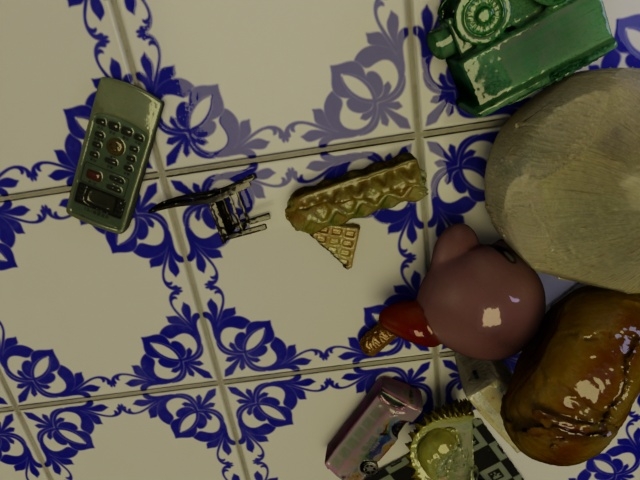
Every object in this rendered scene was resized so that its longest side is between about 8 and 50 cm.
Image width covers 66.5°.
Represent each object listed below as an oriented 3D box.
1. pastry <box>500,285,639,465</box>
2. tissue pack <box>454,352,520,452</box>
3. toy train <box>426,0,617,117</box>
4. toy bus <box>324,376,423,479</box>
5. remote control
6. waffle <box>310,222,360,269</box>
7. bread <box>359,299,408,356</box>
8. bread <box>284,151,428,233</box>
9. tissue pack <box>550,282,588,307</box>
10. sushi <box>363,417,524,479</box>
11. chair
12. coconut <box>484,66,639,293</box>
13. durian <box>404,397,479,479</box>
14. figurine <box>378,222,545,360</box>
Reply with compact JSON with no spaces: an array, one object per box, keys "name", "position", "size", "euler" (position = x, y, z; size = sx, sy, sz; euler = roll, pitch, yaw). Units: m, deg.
[{"name":"pastry","position":[0.442,0.224,0.852],"size":[0.163,0.356,0.356],"euler":[27,113,22]},{"name":"tissue pack","position":[0.386,0.331,1.052],"size":[0.092,0.148,0.196],"euler":[-35,108,17]},{"name":"toy train","position":[0.312,-0.342,0.783],"size":[0.266,0.145,0.202],"euler":[-26,112,11]},{"name":"toy bus","position":[0.121,0.442,1.131],"size":[0.112,0.090,0.274],"euler":[32,108,-3]},{"name":"remote control","position":[-0.387,-0.155,0.917],"size":[0.123,0.038,0.285],"euler":[23,110,-8]},{"name":"waffle","position":[0.000,0.000,0.987],"size":[0.152,0.023,0.098],"euler":[12,111,-6]},{"name":"bread","position":[0.146,0.190,1.051],"size":[0.052,0.044,0.157],"euler":[41,106,-11]},{"name":"bread","position":[0.062,-0.084,0.909],"size":[0.269,0.087,0.098],"euler":[-18,77,5]},{"name":"tissue pack","position":[0.581,0.161,1.028],"size":[0.155,0.065,0.115],"euler":[41,110,-16]},{"name":"sushi","position":[0.331,0.659,1.216],"size":[0.359,0.064,0.343],"euler":[-34,105,11]},{"name":"chair","position":[-0.214,-0.047,0.939],"size":[0.212,0.084,0.101],"euler":[-17,107,7]},{"name":"coconut","position":[0.449,-0.087,0.770],"size":[0.346,0.360,0.346],"euler":[0,110,0]},{"name":"durian","position":[0.288,0.490,1.078],"size":[0.172,0.166,0.306],"euler":[9,87,-38]},{"name":"figurine","position":[0.297,0.129,0.914],"size":[0.269,0.211,0.261],"euler":[18,108,-28]}]
